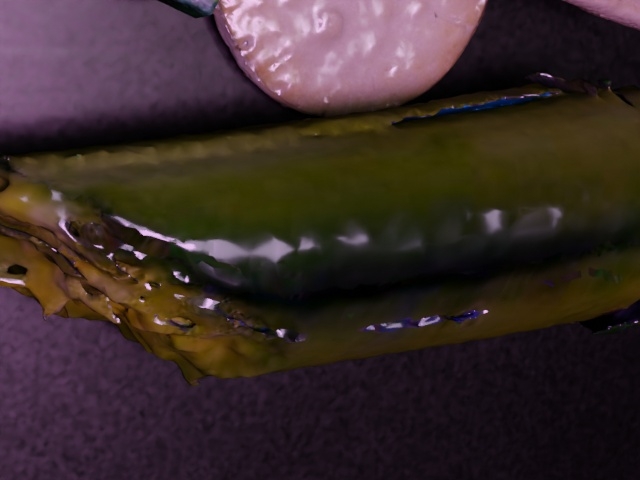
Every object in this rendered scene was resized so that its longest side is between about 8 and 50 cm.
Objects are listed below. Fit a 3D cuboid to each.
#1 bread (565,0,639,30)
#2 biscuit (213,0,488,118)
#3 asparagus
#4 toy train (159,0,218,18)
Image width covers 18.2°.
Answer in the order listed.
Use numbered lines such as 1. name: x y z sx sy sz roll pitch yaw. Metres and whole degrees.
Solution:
1. bread: 0.124 -0.163 0.934 0.152 0.077 0.105 11 100 -43
2. biscuit: 0.018 -0.129 0.938 0.152 0.020 0.152 -6 104 -24
3. asparagus: 0.000 0.000 0.913 0.382 0.108 0.128 -8 107 -22
4. toy train: -0.104 -0.189 0.832 0.200 0.083 0.132 24 101 -22
